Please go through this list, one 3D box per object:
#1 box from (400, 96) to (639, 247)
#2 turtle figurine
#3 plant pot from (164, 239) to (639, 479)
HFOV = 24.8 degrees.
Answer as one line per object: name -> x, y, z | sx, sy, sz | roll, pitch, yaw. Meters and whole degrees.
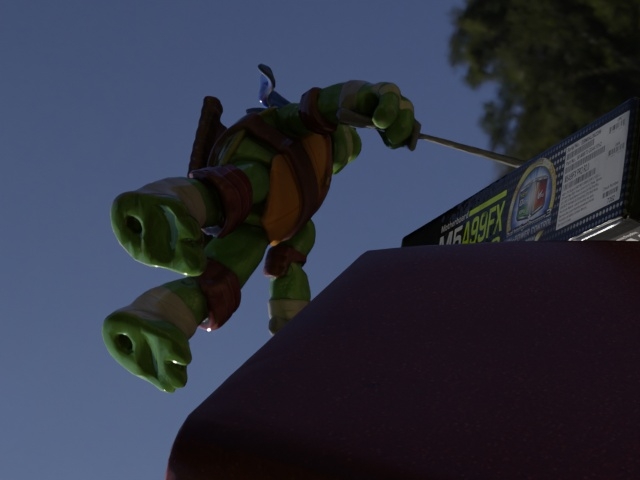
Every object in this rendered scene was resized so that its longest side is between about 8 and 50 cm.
box -> 0.183, 0.023, 0.750 | 0.216, 0.270, 0.060 | 16, -108, -15
turtle figurine -> 0.000, 0.000, 0.960 | 0.266, 0.274, 0.198 | -34, -5, -47
plant pot -> 0.079, 0.142, 0.534 | 0.267, 0.236, 0.267 | -42, -36, -59
